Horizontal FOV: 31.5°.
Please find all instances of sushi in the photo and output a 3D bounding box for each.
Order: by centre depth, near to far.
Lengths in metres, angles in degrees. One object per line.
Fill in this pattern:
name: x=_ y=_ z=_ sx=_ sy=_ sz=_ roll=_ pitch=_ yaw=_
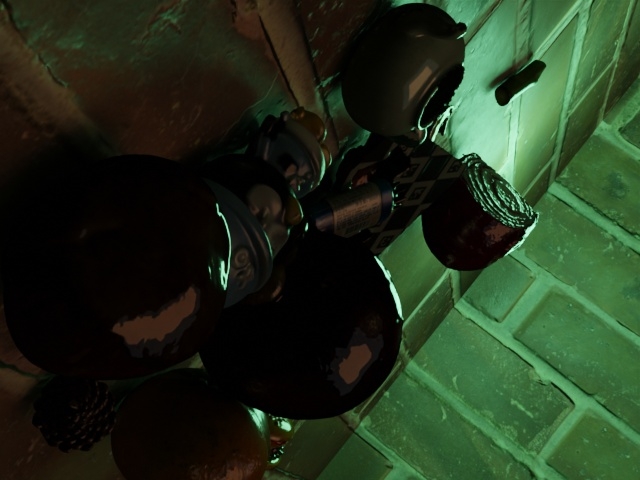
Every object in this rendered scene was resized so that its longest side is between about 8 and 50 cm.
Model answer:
sushi: x=0.077 y=-0.074 z=1.856 sx=0.294 sy=0.059 sz=0.292 roll=-44 pitch=151 yaw=11

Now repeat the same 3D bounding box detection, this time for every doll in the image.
doll: x=-0.094 y=-0.032 z=1.348 sx=0.314 sy=0.141 sz=0.177 roll=-50 pitch=145 yaw=-32

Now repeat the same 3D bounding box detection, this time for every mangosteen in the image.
mangosteen: x=-0.030 y=0.096 z=1.559 sx=0.297 sy=0.297 sz=0.293 roll=-17 pitch=111 yaw=-64

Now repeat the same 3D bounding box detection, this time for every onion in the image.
onion: x=0.301 y=-0.034 z=2.349 sx=0.206 sy=0.216 sz=0.207 roll=-27 pitch=158 yaw=-50

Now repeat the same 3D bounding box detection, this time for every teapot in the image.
teapot: x=0.120 y=-0.226 z=1.550 sx=0.193 sy=0.129 sz=0.294 roll=-44 pitch=162 yaw=-25

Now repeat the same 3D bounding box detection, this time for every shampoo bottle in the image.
shampoo bottle: x=0.052 y=-0.046 z=1.752 sx=0.183 sy=0.050 sz=0.087 roll=-22 pitch=144 yaw=-26

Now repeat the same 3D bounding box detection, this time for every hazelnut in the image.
hazelnut: x=-0.192 y=0.034 z=1.096 sx=0.234 sy=0.218 sz=0.218 roll=-44 pitch=162 yaw=-28

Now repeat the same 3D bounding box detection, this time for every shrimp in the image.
shrimp: x=0.193 y=-0.174 z=2.059 sx=0.124 sy=0.034 sz=0.178 roll=-41 pitch=157 yaw=-55

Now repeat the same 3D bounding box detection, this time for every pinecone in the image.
pinecone: x=-0.294 y=0.204 z=1.380 sx=0.102 sy=0.102 sz=0.109 roll=-56 pitch=-177 yaw=13

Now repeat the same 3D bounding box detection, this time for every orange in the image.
orange: x=-0.180 y=0.278 z=1.616 sx=0.240 sy=0.240 sz=0.171 roll=-23 pitch=130 yaw=-60

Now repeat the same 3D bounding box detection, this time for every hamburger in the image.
hamburger: x=-0.127 y=0.341 z=2.054 sx=0.115 sy=0.162 sz=0.162 roll=-61 pitch=163 yaw=11

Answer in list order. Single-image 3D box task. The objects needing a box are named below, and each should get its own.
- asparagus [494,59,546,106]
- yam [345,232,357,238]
asparagus: x=0.411 y=-0.326 z=2.325 sx=0.041 sy=0.045 sz=0.178 roll=-21 pitch=-168 yaw=45
yam: x=0.000 y=0.000 z=1.785 sx=0.145 sy=0.032 sz=0.032 roll=-22 pitch=152 yaw=-24
